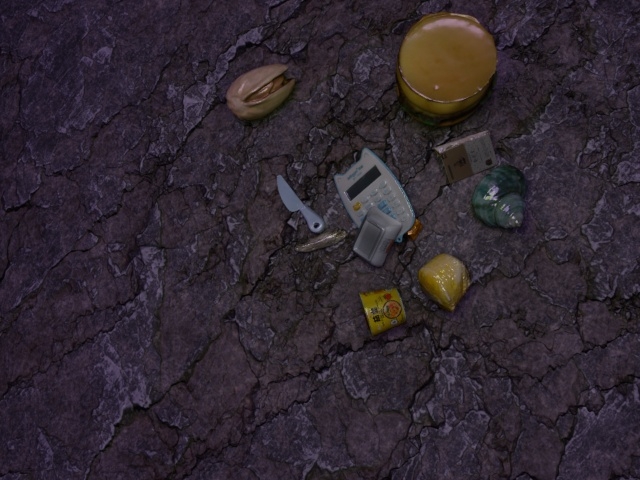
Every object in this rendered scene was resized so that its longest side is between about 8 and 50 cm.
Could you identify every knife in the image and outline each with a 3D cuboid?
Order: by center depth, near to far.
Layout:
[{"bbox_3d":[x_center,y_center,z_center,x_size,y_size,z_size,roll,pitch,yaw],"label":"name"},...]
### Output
[{"bbox_3d":[-0.100,-0.151,1.912,0.080,0.044,0.331,-46,68,9],"label":"knife"}]

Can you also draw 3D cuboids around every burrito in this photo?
[{"bbox_3d":[0.569,-0.369,1.782,0.226,0.060,0.086,-21,105,6],"label":"burrito"},{"bbox_3d":[0.001,0.001,1.847,0.230,0.063,0.058,-17,49,11],"label":"burrito"}]

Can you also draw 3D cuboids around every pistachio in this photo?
[{"bbox_3d":[-0.259,-0.651,1.963,0.318,0.214,0.193,-30,119,-3],"label":"pistachio"}]

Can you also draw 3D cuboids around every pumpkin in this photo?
[{"bbox_3d":[0.362,-0.047,1.766,0.054,0.083,0.074,37,88,32],"label":"pumpkin"}]

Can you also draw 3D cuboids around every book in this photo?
[{"bbox_3d":[0.582,-0.320,1.759,0.199,0.016,0.138,-22,111,8],"label":"book"}]

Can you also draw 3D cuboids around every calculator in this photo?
[{"bbox_3d":[0.219,-0.156,1.778,0.256,0.055,0.386,-40,70,34],"label":"calculator"}]

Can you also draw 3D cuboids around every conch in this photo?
[{"bbox_3d":[0.677,-0.150,1.675,0.221,0.195,0.277,-8,47,2],"label":"conch"}]

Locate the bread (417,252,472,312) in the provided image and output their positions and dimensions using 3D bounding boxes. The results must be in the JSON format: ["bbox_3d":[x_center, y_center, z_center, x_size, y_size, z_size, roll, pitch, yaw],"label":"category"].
[{"bbox_3d":[0.459,0.154,1.659,0.170,0.197,0.197,-42,74,-4],"label":"bread"}]

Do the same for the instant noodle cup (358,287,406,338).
[{"bbox_3d":[0.235,0.262,1.698,0.145,0.182,0.182,-17,77,-1],"label":"instant noodle cup"}]

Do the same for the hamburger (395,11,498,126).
[{"bbox_3d":[0.480,-0.634,1.740,0.397,0.277,0.394,-1,84,10],"label":"hamburger"}]

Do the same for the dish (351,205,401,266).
[{"bbox_3d":[0.201,-0.008,1.739,0.151,0.077,0.212,37,119,26],"label":"dish"}]
